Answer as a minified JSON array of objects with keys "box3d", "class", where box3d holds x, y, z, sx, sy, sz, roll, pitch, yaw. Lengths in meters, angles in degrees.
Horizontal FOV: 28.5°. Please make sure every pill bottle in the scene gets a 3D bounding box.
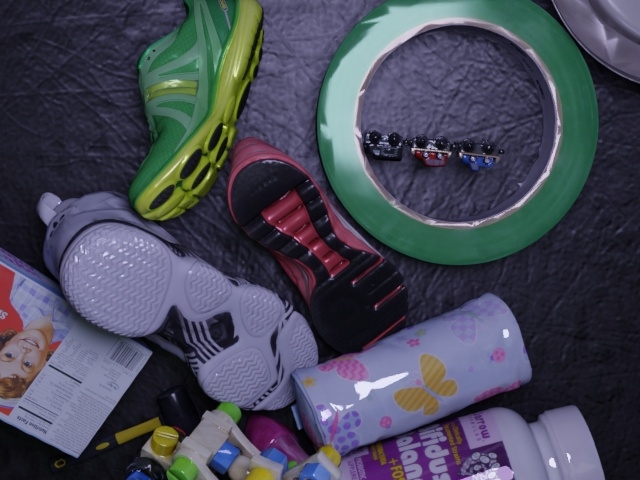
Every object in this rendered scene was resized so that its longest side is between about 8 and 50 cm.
[{"box3d":[0.164,0.287,1.440,0.301,0.169,0.169,-16,95,-1],"class":"pill bottle"}]

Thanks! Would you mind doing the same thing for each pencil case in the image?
[{"box3d":[0.102,0.153,1.430,0.273,0.124,0.113,-21,105,-11],"class":"pencil case"}]

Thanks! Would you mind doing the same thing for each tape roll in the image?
[{"box3d":[0.155,-0.134,1.455,0.321,0.077,0.321,0,94,-1],"class":"tape roll"}]

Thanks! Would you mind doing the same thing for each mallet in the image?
[{"box3d":[-0.237,0.223,1.492,0.189,0.039,0.062,-16,96,3],"class":"mallet"}]

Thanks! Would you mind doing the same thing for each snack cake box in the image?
[{"box3d":[-0.337,0.111,1.388,0.264,0.089,0.152,37,88,-35],"class":"snack cake box"}]

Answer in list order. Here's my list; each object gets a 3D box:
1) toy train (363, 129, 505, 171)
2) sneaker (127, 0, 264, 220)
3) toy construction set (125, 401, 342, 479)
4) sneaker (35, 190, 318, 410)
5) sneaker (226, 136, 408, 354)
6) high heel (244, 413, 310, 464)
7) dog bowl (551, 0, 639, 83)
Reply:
[{"box3d":[0.126,-0.099,1.405,0.158,0.027,0.036,5,98,-2],"class":"toy train"},{"box3d":[-0.154,-0.151,1.409,0.123,0.109,0.295,15,64,11],"class":"sneaker"},{"box3d":[-0.123,0.320,1.411,0.215,0.151,0.328,27,116,9],"class":"toy construction set"},{"box3d":[-0.165,0.057,1.435,0.366,0.210,0.137,34,94,-38],"class":"sneaker"},{"box3d":[0.000,-0.001,1.447,0.116,0.136,0.314,-33,119,5],"class":"sneaker"},{"box3d":[-0.072,0.331,1.502,0.082,0.117,0.244,-8,119,-35],"class":"high heel"},{"box3d":[0.411,-0.341,1.435,0.348,0.102,0.349,0,95,-2],"class":"dog bowl"}]
